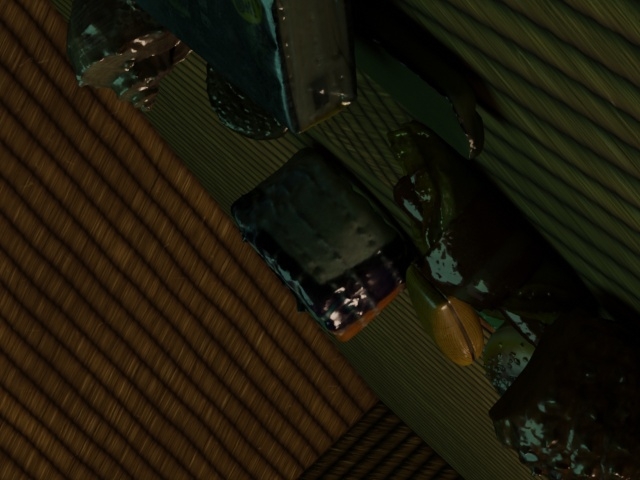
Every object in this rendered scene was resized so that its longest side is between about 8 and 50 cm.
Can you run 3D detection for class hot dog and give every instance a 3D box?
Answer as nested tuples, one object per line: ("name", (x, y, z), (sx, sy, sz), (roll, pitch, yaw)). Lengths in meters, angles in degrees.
("hot dog", (0.136, 0.012, 1.748), (0.261, 0.093, 0.123), (47, 175, -1))

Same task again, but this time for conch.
("conch", (-0.193, -0.258, 2.083), (0.178, 0.163, 0.245), (-3, -101, -83))

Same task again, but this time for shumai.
("shumai", (-0.061, -0.162, 2.009), (0.087, 0.099, 0.123), (-7, -89, -79))

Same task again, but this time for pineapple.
("pineapple", (0.289, 0.182, 1.682), (0.279, 0.158, 0.158), (35, 176, -6))

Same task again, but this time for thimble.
("thimble", (0.000, 0.000, 2.415), (0.237, 0.150, 0.237), (48, 175, 6))

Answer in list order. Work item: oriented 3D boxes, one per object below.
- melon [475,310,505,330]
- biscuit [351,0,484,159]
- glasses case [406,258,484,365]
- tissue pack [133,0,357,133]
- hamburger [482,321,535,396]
("melon", (0.239, 0.098, 1.935), (0.262, 0.053, 0.114), (45, 155, -14))
("biscuit", (0.022, -0.175, 1.558), (0.322, 0.038, 0.099), (43, 169, 35))
("glasses case", (0.148, 0.087, 2.323), (0.079, 0.064, 0.234), (46, 175, 24))
("tissue pack", (-0.074, -0.222, 1.524), (0.257, 0.081, 0.185), (41, 150, 41))
("hamburger", (0.213, 0.121, 1.859), (0.126, 0.081, 0.141), (43, 158, -12))
